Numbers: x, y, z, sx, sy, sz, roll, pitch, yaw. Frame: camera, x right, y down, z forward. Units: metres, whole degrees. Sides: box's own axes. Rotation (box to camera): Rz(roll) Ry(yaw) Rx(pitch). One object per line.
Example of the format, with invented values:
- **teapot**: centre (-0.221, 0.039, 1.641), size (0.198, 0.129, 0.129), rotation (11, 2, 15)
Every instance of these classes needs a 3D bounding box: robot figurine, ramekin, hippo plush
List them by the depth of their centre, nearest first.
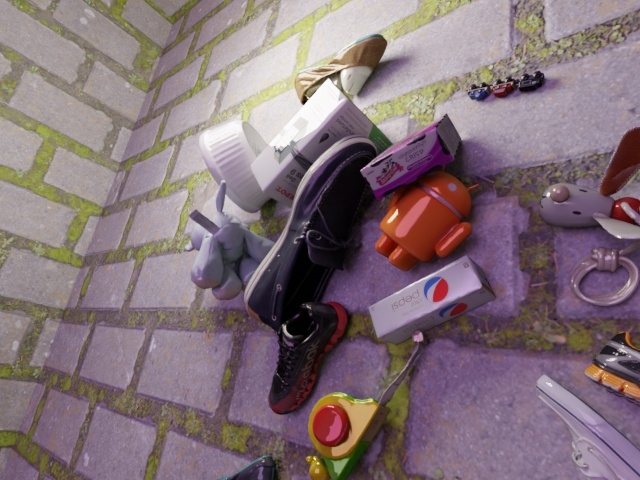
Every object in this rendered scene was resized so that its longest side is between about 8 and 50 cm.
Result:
- **robot figurine**: centre (0.203, -0.046, 0.791), size (0.219, 0.128, 0.158), rotation (-52, 13, 9)
- **hippo plush**: centre (-0.296, 0.027, 1.117), size (0.236, 0.294, 0.234), rotation (3, 49, 51)
- **ramekin**: centre (-0.217, -0.225, 1.180), size (0.127, 0.273, 0.273), rotation (-29, 51, 12)

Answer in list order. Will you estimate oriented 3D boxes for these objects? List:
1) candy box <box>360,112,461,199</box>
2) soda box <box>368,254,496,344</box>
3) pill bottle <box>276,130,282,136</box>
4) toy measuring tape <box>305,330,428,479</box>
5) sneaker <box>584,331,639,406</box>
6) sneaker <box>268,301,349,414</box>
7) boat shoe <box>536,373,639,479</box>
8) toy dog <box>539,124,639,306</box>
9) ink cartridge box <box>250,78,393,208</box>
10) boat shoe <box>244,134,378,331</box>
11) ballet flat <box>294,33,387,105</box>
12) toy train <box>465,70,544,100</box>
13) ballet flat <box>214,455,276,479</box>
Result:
- **candy box**: centre (0.191, -0.176, 0.814), size (0.159, 0.071, 0.233), rotation (-27, 9, 29)
- **soda box**: centre (0.201, 0.116, 0.746), size (0.216, 0.074, 0.069), rotation (-34, 49, 25)
- **pill bottle**: centre (-0.052, -0.289, 1.155), size (0.208, 0.119, 0.119), rotation (-39, 48, 20)
- **toy measuring tape**: centre (0.071, 0.293, 0.755), size (0.121, 0.121, 0.330), rotation (26, 79, 46)
- **sneaker**: centre (0.449, 0.182, 0.485), size (0.215, 0.084, 0.083), rotation (23, 80, 47)
- **sneaker**: centre (-0.052, 0.246, 0.867), size (0.097, 0.135, 0.276), rotation (31, 92, 44)
- **boat shoe**: centre (0.362, 0.276, 0.510), size (0.076, 0.083, 0.226), rotation (-51, 45, 8)
- **toy dog**: centre (0.471, -0.054, 0.528), size (0.334, 0.161, 0.220), rotation (-18, 57, 35)
- **ink cartridge box**: centre (0.004, -0.207, 0.998), size (0.289, 0.211, 0.121), rotation (-44, 48, 18)
- **boat shoe**: centre (0.000, 0.000, 0.922), size (0.156, 0.187, 0.500), rotation (39, 101, 41)
- **ballet flat**: centre (0.052, -0.475, 1.178), size (0.342, 0.116, 0.124), rotation (-5, 86, 41)
- **toy train**: centre (0.383, -0.320, 0.846), size (0.158, 0.027, 0.036), rotation (5, 83, 43)
- **ballet flat**: centre (-0.176, 0.537, 0.875), size (0.203, 0.074, 0.074), rotation (-35, 49, 21)
